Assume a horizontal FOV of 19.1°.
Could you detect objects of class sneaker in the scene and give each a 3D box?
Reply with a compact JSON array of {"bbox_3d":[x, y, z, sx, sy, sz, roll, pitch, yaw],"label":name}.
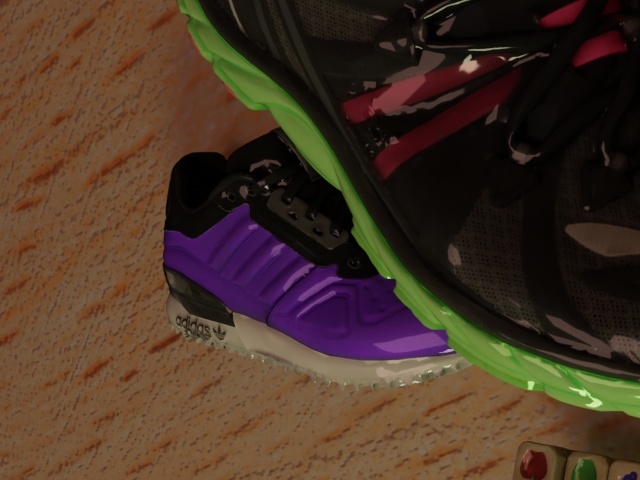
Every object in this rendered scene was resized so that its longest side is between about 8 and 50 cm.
[{"bbox_3d":[0.097,-0.086,0.993,0.483,0.185,0.202,42,134,25],"label":"sneaker"},{"bbox_3d":[-0.001,0.000,1.180,0.293,0.102,0.146,9,110,43],"label":"sneaker"}]

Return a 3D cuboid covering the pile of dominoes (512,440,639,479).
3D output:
[{"bbox_3d":[0.209,0.165,1.017,0.251,0.040,0.196,5,82,45],"label":"pile of dominoes"}]
